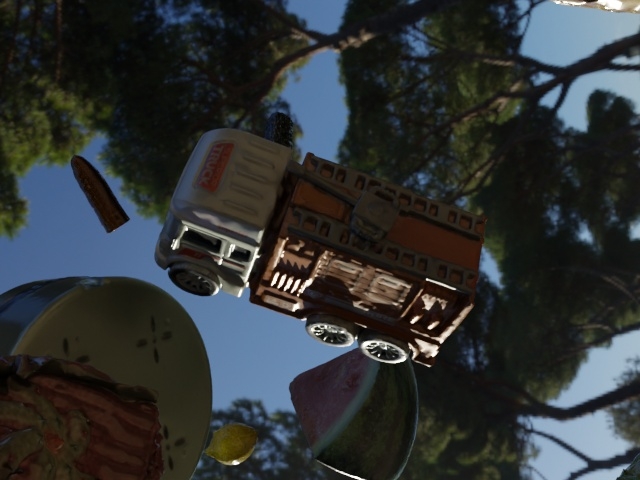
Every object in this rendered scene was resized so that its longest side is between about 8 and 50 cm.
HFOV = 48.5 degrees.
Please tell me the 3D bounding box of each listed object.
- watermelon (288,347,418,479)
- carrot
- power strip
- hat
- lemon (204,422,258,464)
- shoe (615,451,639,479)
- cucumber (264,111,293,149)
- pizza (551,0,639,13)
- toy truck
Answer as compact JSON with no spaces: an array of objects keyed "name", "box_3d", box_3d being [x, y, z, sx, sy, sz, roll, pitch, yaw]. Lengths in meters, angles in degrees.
[{"name":"watermelon","box_3d":[0.056,0.330,1.451,0.250,0.293,0.283,67,-145,-71]},{"name":"carrot","box_3d":[-0.367,-0.081,1.175,0.139,0.048,0.048,61,-146,-7]},{"name":"power strip","box_3d":[-0.312,0.226,0.937,0.357,0.161,0.357,7,-99,-53]},{"name":"hat","box_3d":[-0.243,0.174,0.505,0.286,0.107,0.236,25,-141,-25]},{"name":"lemon","box_3d":[-0.145,0.332,1.157,0.065,0.092,0.065,161,90,-85]},{"name":"shoe","box_3d":[0.354,0.335,0.780,0.262,0.140,0.128,-51,-45,-9]},{"name":"cucumber","box_3d":[-0.086,-0.156,1.439,0.067,0.068,0.293,53,-157,-37]},{"name":"pizza","box_3d":[0.252,-0.278,0.609,0.161,0.306,0.085,99,-169,-48]},{"name":"toy truck","box_3d":[0.000,0.000,0.880,0.207,0.388,0.173,116,172,-57]}]
